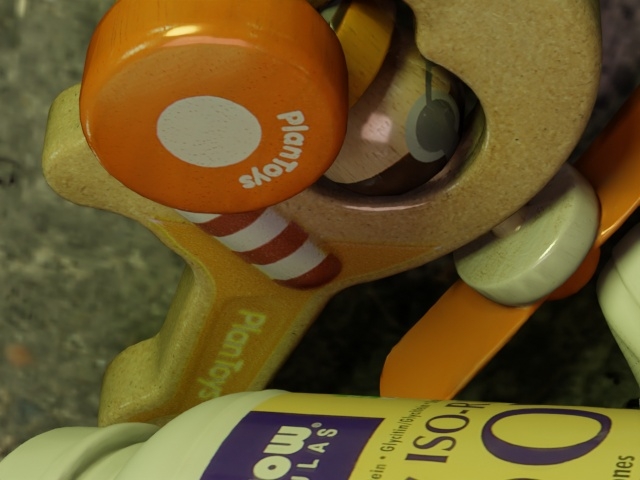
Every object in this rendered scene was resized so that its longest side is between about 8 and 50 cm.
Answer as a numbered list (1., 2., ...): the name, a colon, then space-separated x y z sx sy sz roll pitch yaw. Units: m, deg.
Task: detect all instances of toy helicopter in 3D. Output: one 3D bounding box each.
1. toy helicopter: 0.000 0.000 0.599 0.235 0.140 0.355 12 139 -15

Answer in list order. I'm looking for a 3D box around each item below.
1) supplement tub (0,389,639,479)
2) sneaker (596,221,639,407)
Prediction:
1. supplement tub: 0.050 0.174 0.516 0.331 0.241 0.241 1 122 21
2. sneaker: 0.169 0.134 0.669 0.169 0.108 0.292 -33 113 20
